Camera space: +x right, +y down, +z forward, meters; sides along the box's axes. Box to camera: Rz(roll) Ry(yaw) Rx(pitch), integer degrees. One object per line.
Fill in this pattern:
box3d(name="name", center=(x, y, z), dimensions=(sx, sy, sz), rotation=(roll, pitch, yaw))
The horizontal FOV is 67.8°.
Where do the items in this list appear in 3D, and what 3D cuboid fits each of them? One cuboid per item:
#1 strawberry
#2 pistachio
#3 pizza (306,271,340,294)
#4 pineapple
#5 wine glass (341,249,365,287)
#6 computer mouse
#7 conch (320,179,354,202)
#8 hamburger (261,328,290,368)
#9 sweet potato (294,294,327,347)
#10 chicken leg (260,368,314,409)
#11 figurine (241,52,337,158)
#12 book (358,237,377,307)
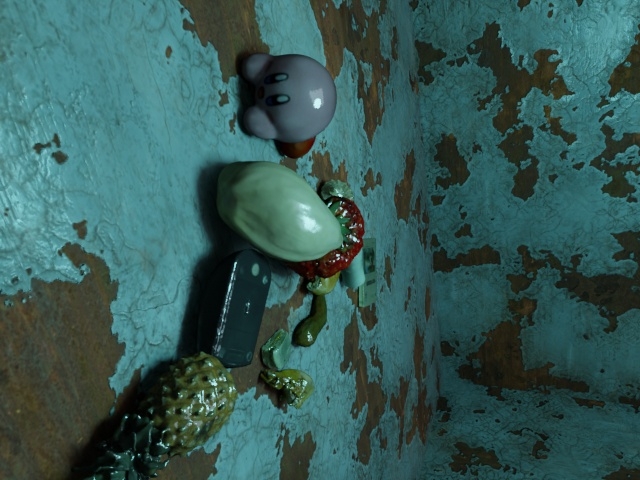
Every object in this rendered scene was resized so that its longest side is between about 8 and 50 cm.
box3d(name="strawberry", center=(0.000, 0.000, 1.355), dimensions=(0.288, 0.250, 0.238), rotation=(97, -4, -70))
box3d(name="pistachio", center=(-0.091, -0.062, 1.108), dimensions=(0.332, 0.208, 0.226), rotation=(31, 43, -17))
box3d(name="pizza", center=(0.015, 0.105, 1.570), dimensions=(0.134, 0.056, 0.271), rotation=(69, 25, -19))
box3d(name="pineapple", center=(-0.294, 0.343, 0.829), dimensions=(0.340, 0.169, 0.169), rotation=(-39, 126, -50))
box3d(name="wine glass", center=(0.104, 0.058, 1.727), dimensions=(0.103, 0.103, 0.231), rotation=(-60, 146, -47))
box3d(name="computer mouse", center=(-0.202, 0.147, 1.060), dimensions=(0.170, 0.100, 0.269), rotation=(36, 63, -57))
box3d(name="conch", center=(0.045, -0.114, 1.632), dimensions=(0.155, 0.130, 0.207), rotation=(-40, 160, -17))
box3d(name="hamburger", center=(-0.115, 0.308, 1.315), dimensions=(0.121, 0.054, 0.084), rotation=(-55, 137, -62))
box3d(name="sweet potato", center=(-0.020, 0.255, 1.511), dimensions=(0.233, 0.062, 0.081), rotation=(-62, 140, -51))
box3d(name="chicken leg", center=(-0.096, 0.407, 1.331), dimensions=(0.207, 0.085, 0.101), rotation=(36, 70, -51))
box3d(name="figurine", center=(-0.057, -0.365, 1.232), dimensions=(0.261, 0.211, 0.270), rotation=(-2, 92, -65))
box3d(name="book", center=(0.204, 0.131, 2.036), dimensions=(0.215, 0.025, 0.283), rotation=(-6, 94, -66))
